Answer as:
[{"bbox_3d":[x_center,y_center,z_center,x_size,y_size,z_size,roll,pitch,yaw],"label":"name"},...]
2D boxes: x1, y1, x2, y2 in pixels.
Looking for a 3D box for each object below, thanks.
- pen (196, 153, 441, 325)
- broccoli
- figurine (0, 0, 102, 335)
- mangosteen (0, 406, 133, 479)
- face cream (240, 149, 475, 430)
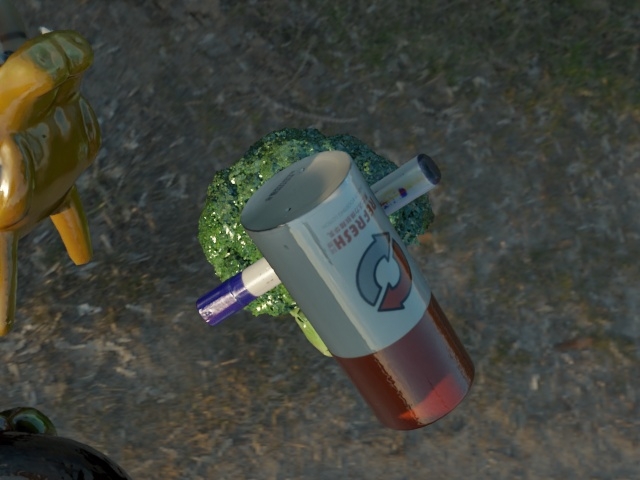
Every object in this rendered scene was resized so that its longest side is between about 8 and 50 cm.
[{"bbox_3d":[-0.007,0.004,0.948,0.033,0.269,0.033,38,34,-32],"label":"pen"},{"bbox_3d":[0.000,0.000,1.193,0.270,0.270,0.270,-35,129,-28],"label":"broccoli"},{"bbox_3d":[-0.403,-0.107,1.025,0.387,0.401,0.268,22,68,9],"label":"figurine"},{"bbox_3d":[-0.197,0.197,0.663,0.216,0.216,0.216,5,78,-26],"label":"mangosteen"},{"bbox_3d":[0.034,0.042,0.848,0.096,0.096,0.214,-47,119,-26],"label":"face cream"}]
